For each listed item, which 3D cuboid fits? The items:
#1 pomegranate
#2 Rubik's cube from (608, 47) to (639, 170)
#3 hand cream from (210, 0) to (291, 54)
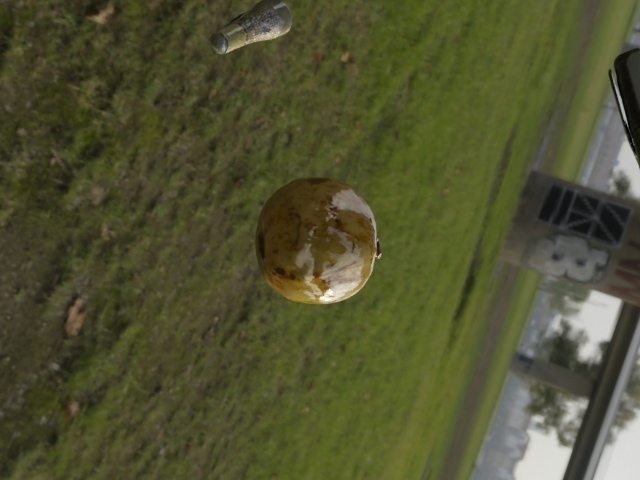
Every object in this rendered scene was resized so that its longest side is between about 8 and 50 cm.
[{"bbox_3d":[0.000,0.000,1.454,0.215,0.215,0.215,19,90,-75],"label":"pomegranate"},{"bbox_3d":[0.508,-0.009,0.803,0.359,0.362,0.363,50,31,-44],"label":"Rubik's cube"},{"bbox_3d":[-0.146,-0.423,1.775,0.203,0.084,0.084,-39,148,-42],"label":"hand cream"}]
